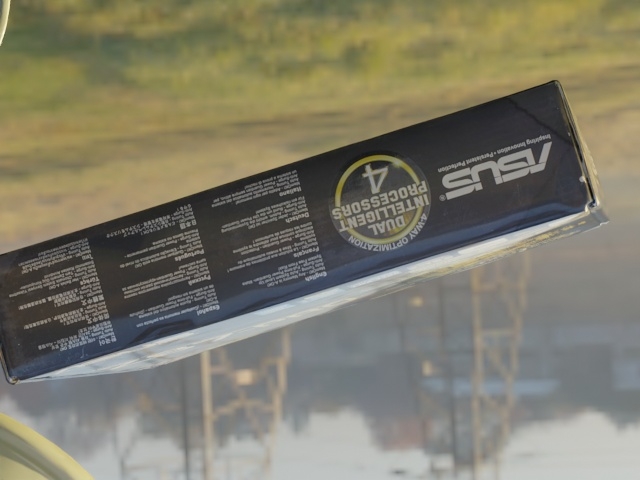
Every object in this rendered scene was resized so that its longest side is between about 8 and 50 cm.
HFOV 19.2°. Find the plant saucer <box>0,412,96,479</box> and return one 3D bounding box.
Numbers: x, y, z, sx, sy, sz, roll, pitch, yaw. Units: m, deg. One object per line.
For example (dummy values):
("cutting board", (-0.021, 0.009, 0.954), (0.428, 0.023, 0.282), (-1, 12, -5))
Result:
("plant saucer", (-0.323, 0.309, 1.456), (0.400, 0.400, 0.100), (-3, -159, 12))

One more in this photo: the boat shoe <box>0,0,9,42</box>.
("boat shoe", (-0.283, -0.212, 1.454), (0.114, 0.302, 0.091), (17, 173, -6))

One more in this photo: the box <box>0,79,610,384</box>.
("box", (0.000, 0.000, 1.320), (0.395, 0.097, 0.318), (-17, 174, 8))
